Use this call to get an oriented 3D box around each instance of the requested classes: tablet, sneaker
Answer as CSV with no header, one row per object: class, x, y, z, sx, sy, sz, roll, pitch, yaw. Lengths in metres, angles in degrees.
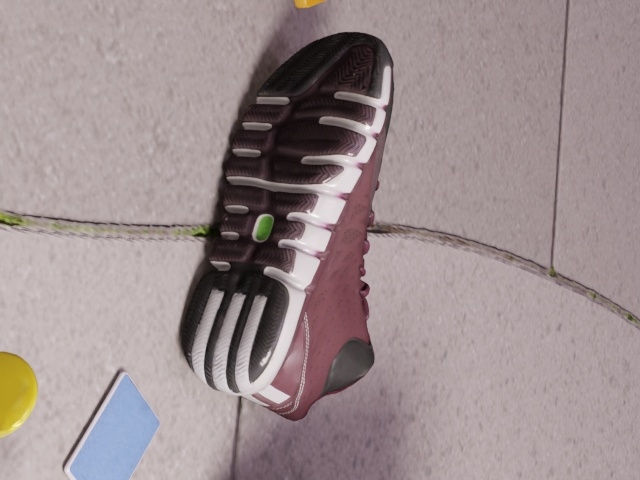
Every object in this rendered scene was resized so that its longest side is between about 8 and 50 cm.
tablet,-0.132,0.131,1.067,0.054,0.006,0.083,61,42,-36
sneaker,0.000,0.000,1.210,0.162,0.106,0.281,46,62,-53

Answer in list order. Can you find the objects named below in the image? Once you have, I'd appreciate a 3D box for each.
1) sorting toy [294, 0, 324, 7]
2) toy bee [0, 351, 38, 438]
sorting toy,-0.043,-0.340,1.198,0.196,0.047,0.347,-12,98,-52
toy bee,-0.174,0.153,0.861,0.298,0.162,0.195,23,67,-54
